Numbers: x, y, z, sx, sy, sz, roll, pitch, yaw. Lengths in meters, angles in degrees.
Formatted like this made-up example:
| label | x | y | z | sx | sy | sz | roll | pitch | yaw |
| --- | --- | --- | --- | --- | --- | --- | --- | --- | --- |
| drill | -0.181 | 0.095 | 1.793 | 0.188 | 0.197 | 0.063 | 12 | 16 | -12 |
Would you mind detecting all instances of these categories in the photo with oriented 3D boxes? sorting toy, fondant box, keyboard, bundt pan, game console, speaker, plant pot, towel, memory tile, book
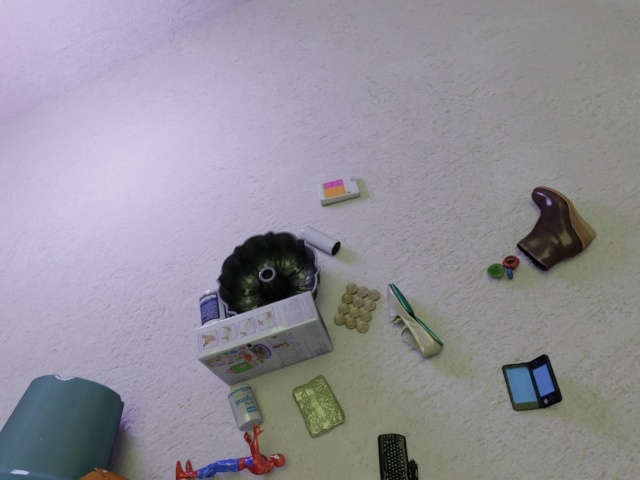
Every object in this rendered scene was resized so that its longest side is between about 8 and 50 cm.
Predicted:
| label | x | y | z | sx | sy | sz | roll | pitch | yaw |
| --- | --- | --- | --- | --- | --- | --- | --- | --- | --- |
| sorting toy | 0.556 | 0.090 | 1.402 | 0.102 | 0.042 | 0.061 | -33 | 39 | 4 |
| fondant box | -0.149 | 0.280 | 1.303 | 0.331 | 0.238 | 0.096 | -19 | 55 | -1 |
| keyboard | 0.196 | 0.575 | 1.151 | 0.100 | 0.038 | 0.191 | -7 | 56 | 7 |
| bundt pan | -0.153 | 0.136 | 1.473 | 0.331 | 0.124 | 0.330 | -5 | 56 | 8 |
| game console | 0.541 | 0.364 | 1.198 | 0.071 | 0.107 | 0.122 | 8 | 54 | -16 |
| speaker | 0.000 | 0.000 | 1.572 | 0.136 | 0.055 | 0.055 | 27 | 66 | 26 |
| plant pot | -0.691 | 0.553 | 1.204 | 0.342 | 0.341 | 0.333 | -4 | 48 | 10 |
| towel | -0.006 | 0.453 | 1.284 | 0.110 | 0.027 | 0.148 | -26 | 55 | -7 |
| memory tile | 0.111 | 0.205 | 1.435 | 0.113 | 0.012 | 0.147 | 13 | 61 | 21 |
| book | 0.063 | -0.185 | 1.699 | 0.144 | 0.035 | 0.096 | -14 | 52 | 3 |

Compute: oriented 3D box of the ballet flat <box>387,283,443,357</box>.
| label | x | y | z | sx | sy | sz | roll | pitch | yaw |
| --- | --- | --- | --- | --- | --- | --- | --- | --- | --- |
| ballet flat | 0.249 | 0.234 | 1.349 | 0.086 | 0.086 | 0.248 | -31 | 56 | -9 |

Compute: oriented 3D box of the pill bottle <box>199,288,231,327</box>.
| label | x | y | z | sx | sy | sz | roll | pitch | yaw |
| --- | --- | --- | --- | --- | --- | --- | --- | --- | --- |
| pill bottle | -0.325 | 0.244 | 1.456 | 0.094 | 0.094 | 0.169 | -17 | 54 | 1 |

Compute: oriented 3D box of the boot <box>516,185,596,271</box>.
| label | x | y | z | sx | sy | sz | roll | pitch | yaw |
| --- | --- | --- | --- | --- | --- | --- | --- | --- | --- |
| boot | 0.682 | -0.044 | 1.427 | 0.207 | 0.090 | 0.248 | -28 | 59 | -10 |

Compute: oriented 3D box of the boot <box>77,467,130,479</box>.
| label | x | y | z | sx | sy | sz | roll | pitch | yaw |
| --- | --- | --- | --- | --- | --- | --- | --- | --- | --- |
| boot | -0.433 | 0.604 | 1.114 | 0.211 | 0.295 | 0.104 | 17 | 76 | 22 |

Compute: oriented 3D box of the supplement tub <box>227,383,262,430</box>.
| label | x | y | z | sx | sy | sz | roll | pitch | yaw |
| --- | --- | --- | --- | --- | --- | --- | --- | --- | --- |
| supplement tub | -0.211 | 0.463 | 1.297 | 0.071 | 0.071 | 0.107 | -27 | 55 | -6 |

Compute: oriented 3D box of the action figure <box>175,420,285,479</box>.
| label | x | y | z | sx | sy | sz | roll | pitch | yaw |
| --- | --- | --- | --- | --- | --- | --- | --- | --- | --- |
| action figure | -0.230 | 0.550 | 1.225 | 0.281 | 0.091 | 0.138 | -6 | 68 | 9 |
